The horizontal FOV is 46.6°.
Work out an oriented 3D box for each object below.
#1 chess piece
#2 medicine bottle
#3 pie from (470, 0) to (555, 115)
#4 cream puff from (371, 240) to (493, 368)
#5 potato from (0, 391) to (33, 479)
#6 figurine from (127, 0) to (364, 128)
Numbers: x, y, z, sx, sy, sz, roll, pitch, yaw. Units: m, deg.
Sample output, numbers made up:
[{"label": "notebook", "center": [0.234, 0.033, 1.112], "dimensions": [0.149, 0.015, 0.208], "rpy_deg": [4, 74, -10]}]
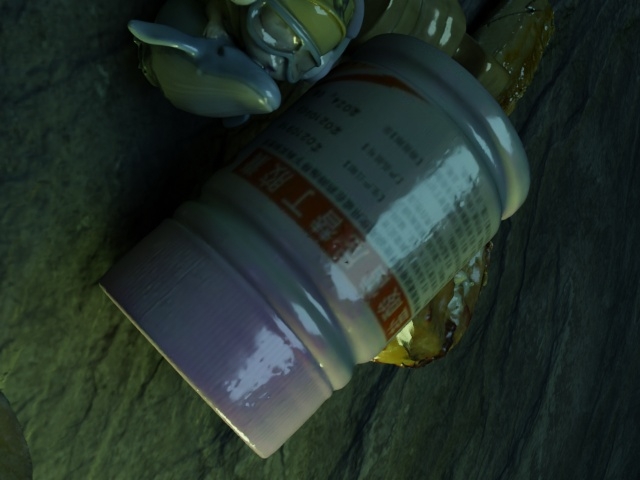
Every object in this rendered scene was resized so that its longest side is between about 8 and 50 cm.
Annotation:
[{"label": "chess piece", "center": [0.100, -0.229, 0.786], "dimensions": [0.300, 0.137, 0.137], "rpy_deg": [5, 99, -55]}, {"label": "medicine bottle", "center": [0.000, 0.000, 0.623], "dimensions": [0.316, 0.202, 0.202], "rpy_deg": [-44, 136, -12]}, {"label": "pie", "center": [0.222, -0.212, 0.982], "dimensions": [0.282, 0.068, 0.129], "rpy_deg": [-57, 138, -19]}, {"label": "cream puff", "center": [0.092, 0.025, 0.837], "dimensions": [0.240, 0.163, 0.240], "rpy_deg": [-33, 128, -57]}, {"label": "potato", "center": [-0.292, 0.157, 0.446], "dimensions": [0.117, 0.182, 0.202], "rpy_deg": [-40, 145, 29]}, {"label": "figurine", "center": [-0.060, -0.175, 0.570], "dimensions": [0.128, 0.183, 0.209], "rpy_deg": [41, 28, -51]}]
